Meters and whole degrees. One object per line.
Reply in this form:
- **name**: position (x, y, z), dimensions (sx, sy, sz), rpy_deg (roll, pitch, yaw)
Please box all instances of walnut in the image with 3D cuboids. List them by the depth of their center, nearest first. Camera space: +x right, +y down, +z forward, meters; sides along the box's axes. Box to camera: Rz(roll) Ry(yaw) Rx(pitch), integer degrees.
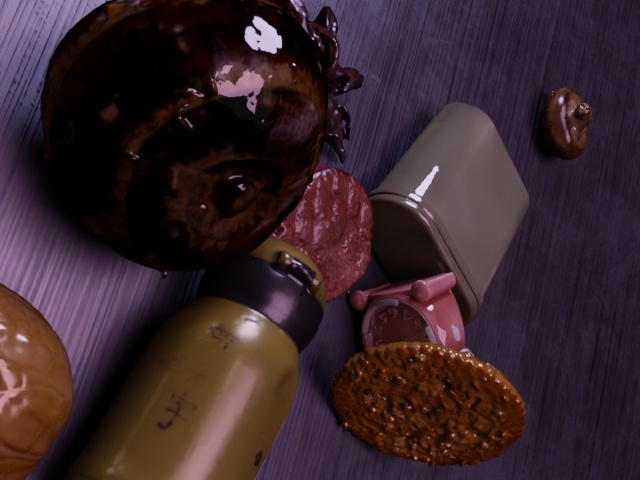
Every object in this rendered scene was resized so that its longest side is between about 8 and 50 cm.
- **walnut**: position (-0.314, 0.116, 0.686), dimensions (0.225, 0.193, 0.193), rpy_deg (49, 57, -32)

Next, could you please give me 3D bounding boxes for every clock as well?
- **clock**: position (0.130, 0.131, 1.120), dimensions (0.093, 0.166, 0.162), rpy_deg (-14, 91, -46)

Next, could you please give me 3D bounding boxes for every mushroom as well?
- **mushroom**: position (0.430, -0.205, 1.472), dimensions (0.109, 0.085, 0.126), rpy_deg (39, 53, -75)

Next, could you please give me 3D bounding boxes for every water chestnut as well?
- **water chestnut**: position (-0.137, -0.126, 0.837), dimensions (0.300, 0.300, 0.299), rpy_deg (3, 86, -43)

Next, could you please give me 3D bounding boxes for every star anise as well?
- **star anise**: position (-0.017, -0.192, 1.035), dimensions (0.272, 0.103, 0.271), rpy_deg (-2, 92, -43)

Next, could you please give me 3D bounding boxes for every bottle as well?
- **bottle**: position (-0.109, 0.153, 0.887), dimensions (0.171, 0.172, 0.351), rpy_deg (48, 56, -31)

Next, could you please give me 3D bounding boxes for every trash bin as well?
- **trash bin**: position (0.188, -0.042, 1.215), dimensions (0.243, 0.121, 0.247), rpy_deg (56, 50, -26)

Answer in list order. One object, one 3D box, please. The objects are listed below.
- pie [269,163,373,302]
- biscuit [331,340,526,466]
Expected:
- **pie**: position (-0.001, -0.006, 1.057), dimensions (0.182, 0.050, 0.182), rpy_deg (-10, 106, -40)
- **biscuit**: position (0.135, 0.215, 1.065), dimensions (0.254, 0.254, 0.035), rpy_deg (50, 37, -30)
